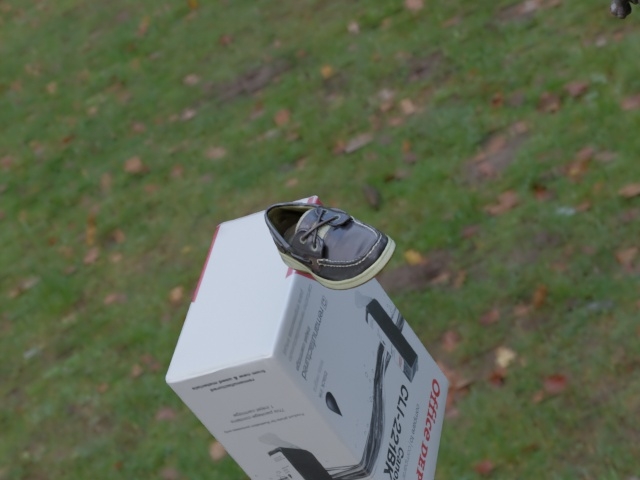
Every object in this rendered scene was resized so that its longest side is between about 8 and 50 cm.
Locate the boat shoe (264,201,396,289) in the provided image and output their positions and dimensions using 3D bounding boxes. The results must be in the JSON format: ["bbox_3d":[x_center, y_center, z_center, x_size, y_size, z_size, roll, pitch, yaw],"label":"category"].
[{"bbox_3d":[0.000,0.000,1.104,0.056,0.049,0.152,-52,27,-17],"label":"boat shoe"}]

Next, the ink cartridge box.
[{"bbox_3d":[0.000,0.129,1.314,0.114,0.273,0.197,-15,38,27],"label":"ink cartridge box"}]

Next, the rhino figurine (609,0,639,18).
[{"bbox_3d":[0.411,-0.223,1.595,0.073,0.106,0.243,-27,60,-14],"label":"rhino figurine"}]
